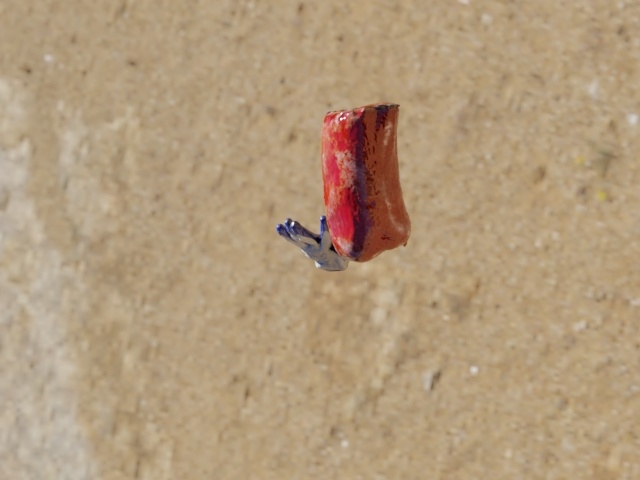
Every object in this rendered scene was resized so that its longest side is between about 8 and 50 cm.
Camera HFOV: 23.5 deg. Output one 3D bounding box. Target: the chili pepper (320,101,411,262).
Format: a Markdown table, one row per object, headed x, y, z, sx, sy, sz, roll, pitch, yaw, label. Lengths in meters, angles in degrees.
| x | y | z | sx | sy | sz | roll | pitch | yaw | label |
| --- | --- | --- | --- | --- | --- | --- | --- | --- | --- |
| 0.035 | -0.045 | 1.217 | 0.073 | 0.070 | 0.123 | -5 | 93 | 22 | chili pepper |

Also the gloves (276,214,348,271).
| x | y | z | sx | sy | sz | roll | pitch | yaw | label |
| --- | --- | --- | --- | --- | --- | --- | --- | --- | --- |
| 0.000 | 0.000 | 1.403 | 0.064 | 0.086 | 0.026 | -3 | 60 | 39 | gloves |
